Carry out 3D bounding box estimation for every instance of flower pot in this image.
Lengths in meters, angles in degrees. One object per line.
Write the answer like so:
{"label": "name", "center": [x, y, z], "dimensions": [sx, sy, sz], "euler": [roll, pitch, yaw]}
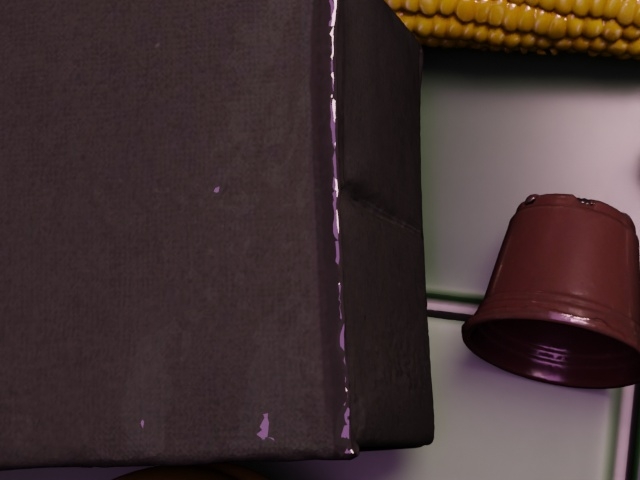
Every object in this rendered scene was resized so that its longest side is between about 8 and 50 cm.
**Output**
{"label": "flower pot", "center": [0.144, 0.026, 0.738], "dimensions": [0.111, 0.111, 0.089], "euler": [11, 67, 11]}

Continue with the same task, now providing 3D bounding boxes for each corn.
{"label": "corn", "center": [0.091, -0.168, 0.771], "dimensions": [0.318, 0.115, 0.115], "euler": [7, 82, 10]}

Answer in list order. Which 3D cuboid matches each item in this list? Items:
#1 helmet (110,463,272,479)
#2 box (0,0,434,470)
{"label": "helmet", "center": [-0.078, 0.196, 0.714], "dimensions": [0.257, 0.205, 0.140], "euler": [0, 51, 30]}
{"label": "box", "center": [-0.119, 0.002, 0.705], "dimensions": [0.345, 0.204, 0.251], "euler": [-4, 82, 17]}
